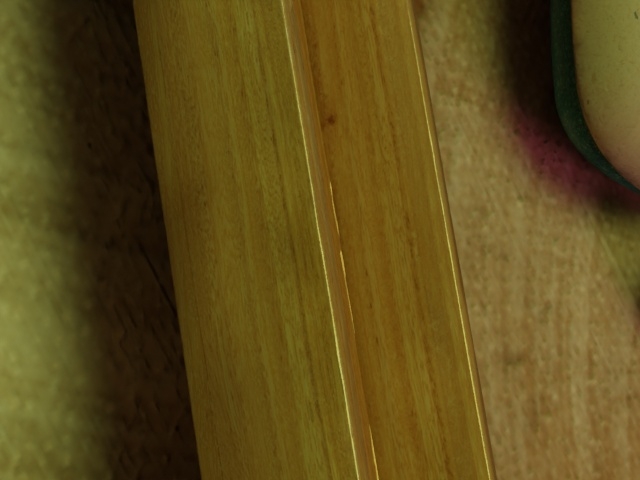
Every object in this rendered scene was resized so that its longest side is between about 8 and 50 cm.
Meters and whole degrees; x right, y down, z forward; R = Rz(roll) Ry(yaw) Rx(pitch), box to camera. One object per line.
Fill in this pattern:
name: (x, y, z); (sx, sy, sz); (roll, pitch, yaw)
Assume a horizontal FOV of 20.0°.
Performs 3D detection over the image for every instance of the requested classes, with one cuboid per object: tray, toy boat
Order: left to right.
tray: (0.000, 0.000, 0.806); (0.203, 0.076, 0.411); (21, 58, -68)
toy boat: (0.151, -0.171, 1.018); (0.318, 0.148, 0.267); (29, 63, -39)
